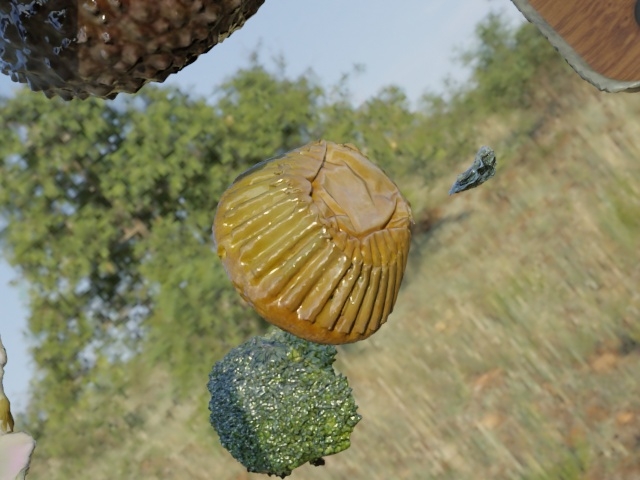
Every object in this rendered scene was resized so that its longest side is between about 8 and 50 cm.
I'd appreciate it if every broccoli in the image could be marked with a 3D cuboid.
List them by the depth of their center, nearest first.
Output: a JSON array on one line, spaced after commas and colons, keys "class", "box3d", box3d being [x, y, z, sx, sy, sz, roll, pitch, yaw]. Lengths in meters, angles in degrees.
[{"class": "broccoli", "box3d": [-0.057, 0.220, 1.582, 0.176, 0.198, 0.226, -12, -15, -15]}]

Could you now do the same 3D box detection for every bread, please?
[{"class": "bread", "box3d": [-0.003, 0.003, 1.260, 0.139, 0.240, 0.240, -43, -3, 32]}]

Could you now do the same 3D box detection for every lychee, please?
[{"class": "lychee", "box3d": [-0.186, -0.256, 0.972, 0.300, 0.300, 0.300, -40, -1, -1]}]

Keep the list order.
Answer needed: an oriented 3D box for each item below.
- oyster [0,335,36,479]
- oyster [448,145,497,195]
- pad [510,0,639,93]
[{"class": "oyster", "box3d": [-0.268, 0.051, 0.629, 0.201, 0.354, 0.107, 10, -46, -38]}, {"class": "oyster", "box3d": [0.216, -0.090, 1.650, 0.100, 0.037, 0.098, -50, 4, -27]}, {"class": "pad", "box3d": [0.164, -0.251, 0.564, 0.286, 0.284, 0.018, -47, -36, 19]}]
